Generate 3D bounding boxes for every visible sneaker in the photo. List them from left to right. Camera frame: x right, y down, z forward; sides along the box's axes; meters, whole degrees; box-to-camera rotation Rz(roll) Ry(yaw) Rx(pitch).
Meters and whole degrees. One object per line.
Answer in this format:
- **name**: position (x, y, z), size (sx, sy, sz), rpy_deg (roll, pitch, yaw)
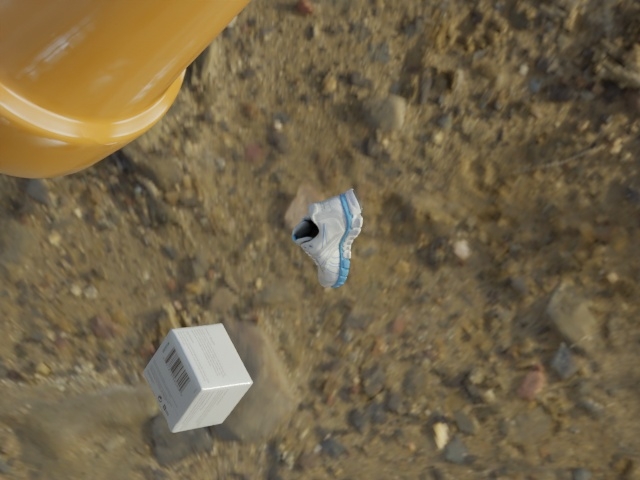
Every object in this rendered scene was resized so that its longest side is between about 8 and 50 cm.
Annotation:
- **sneaker**: position (0.000, 0.000, 1.613), size (0.082, 0.191, 0.071), rpy_deg (-8, 54, -13)

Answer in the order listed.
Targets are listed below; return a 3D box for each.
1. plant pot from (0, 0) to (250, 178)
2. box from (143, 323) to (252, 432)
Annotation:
- **plant pot**: position (-0.118, -0.160, 0.632), size (0.205, 0.188, 0.205), rpy_deg (26, 53, -40)
- **box**: position (-0.163, 0.180, 1.585), size (0.087, 0.102, 0.101), rpy_deg (-4, 52, -41)
